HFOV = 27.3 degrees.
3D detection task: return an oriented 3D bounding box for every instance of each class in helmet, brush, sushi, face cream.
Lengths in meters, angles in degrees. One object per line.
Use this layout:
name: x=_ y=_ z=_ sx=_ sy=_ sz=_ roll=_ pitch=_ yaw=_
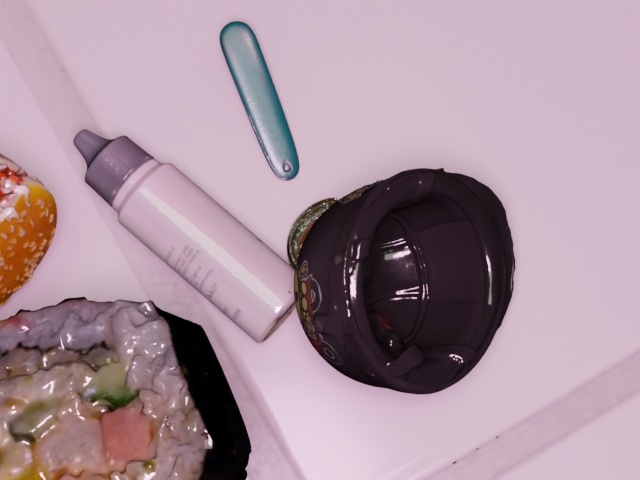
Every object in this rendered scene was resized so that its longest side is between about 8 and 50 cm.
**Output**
helmet: x=0.075 y=0.041 z=1.413 sx=0.279 sy=0.160 sz=0.231 roll=-25 pitch=104 yaw=-46
brush: x=-0.070 y=-0.160 z=1.525 sx=0.043 sy=0.032 sz=0.193 roll=-21 pitch=93 yaw=-10
sushi: x=-0.214 y=0.246 z=1.317 sx=0.328 sy=0.285 sz=0.328 roll=-28 pitch=53 yaw=-3
face cream: x=-0.155 y=-0.018 z=1.462 sx=0.311 sy=0.092 sz=0.092 roll=40 pitch=81 yaw=5

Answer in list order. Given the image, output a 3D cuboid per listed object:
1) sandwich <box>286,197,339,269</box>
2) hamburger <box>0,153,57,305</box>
sandwich: x=-0.001 y=-0.005 z=1.496 sx=0.101 sy=0.026 sz=0.069 roll=-41 pitch=82 yaw=-9
hamburger: x=-0.415 y=0.026 z=1.386 sx=0.295 sy=0.227 sz=0.151 roll=-45 pitch=62 yaw=-8
